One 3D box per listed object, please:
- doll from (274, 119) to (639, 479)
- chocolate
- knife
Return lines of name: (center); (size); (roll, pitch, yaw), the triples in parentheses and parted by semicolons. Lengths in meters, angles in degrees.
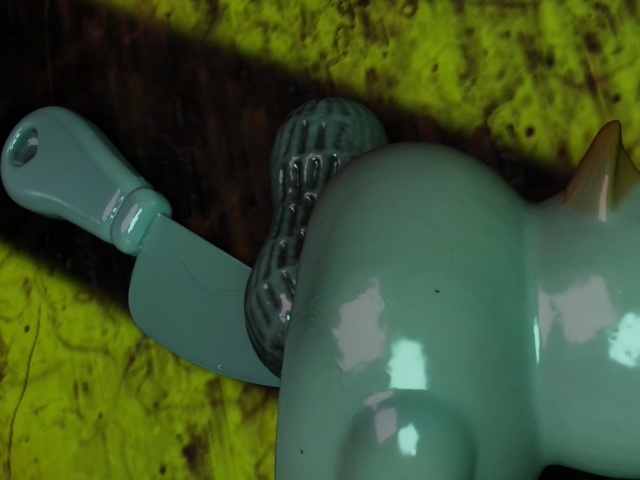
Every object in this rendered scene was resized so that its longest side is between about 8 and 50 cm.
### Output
doll: (0.090, 0.064, 0.754); (0.221, 0.221, 0.251); (24, 113, 42)
chocolate: (0.000, 0.000, 0.895); (0.072, 0.072, 0.167); (-11, 62, 37)
knife: (-0.091, 0.015, 1.000); (0.331, 0.044, 0.080); (37, 95, 38)
